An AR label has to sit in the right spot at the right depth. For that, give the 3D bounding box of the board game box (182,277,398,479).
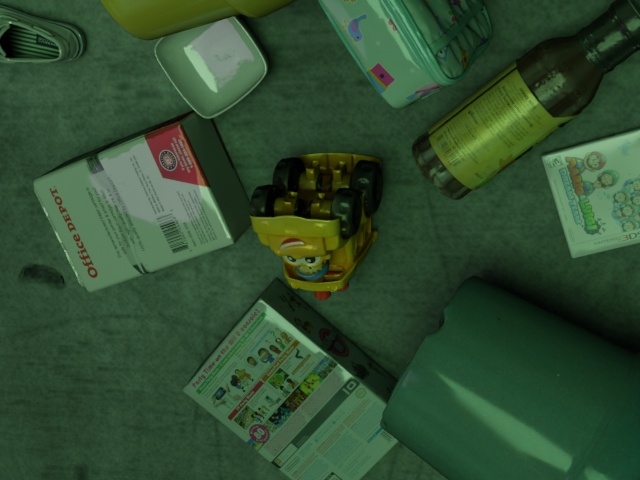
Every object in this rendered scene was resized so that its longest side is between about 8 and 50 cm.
[{"bbox_3d":[-0.029,0.243,1.644,0.303,0.097,0.224,40,115,-2],"label":"board game box"}]

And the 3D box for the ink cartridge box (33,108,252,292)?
[{"bbox_3d":[-0.267,-0.060,1.593,0.272,0.114,0.197,-18,104,21],"label":"ink cartridge box"}]

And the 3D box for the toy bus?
[{"bbox_3d":[0.000,0.000,1.484,0.149,0.220,0.212,5,117,18],"label":"toy bus"}]

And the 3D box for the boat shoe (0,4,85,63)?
[{"bbox_3d":[-0.472,-0.311,1.583,0.226,0.076,0.083,5,111,15],"label":"boat shoe"}]

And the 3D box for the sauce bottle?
[{"bbox_3d":[0.281,-0.187,1.382,0.344,0.111,0.111,-36,96,26],"label":"sauce bottle"}]

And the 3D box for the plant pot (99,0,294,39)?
[{"bbox_3d":[-0.169,-0.386,1.364,0.239,0.254,0.254,-23,101,21],"label":"plant pot"}]

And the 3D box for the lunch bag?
[{"bbox_3d":[0.116,-0.293,1.306,0.108,0.279,0.224,-28,102,33],"label":"lunch bag"}]

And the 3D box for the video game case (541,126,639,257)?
[{"bbox_3d":[0.396,-0.064,1.444,0.143,0.019,0.157,-15,104,21],"label":"video game case"}]

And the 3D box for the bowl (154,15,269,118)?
[{"bbox_3d":[-0.150,-0.265,1.516,0.142,0.053,0.142,-34,97,25],"label":"bowl"}]

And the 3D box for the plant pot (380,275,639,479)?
[{"bbox_3d":[0.284,0.238,1.436,0.334,0.341,0.341,32,116,12],"label":"plant pot"}]
